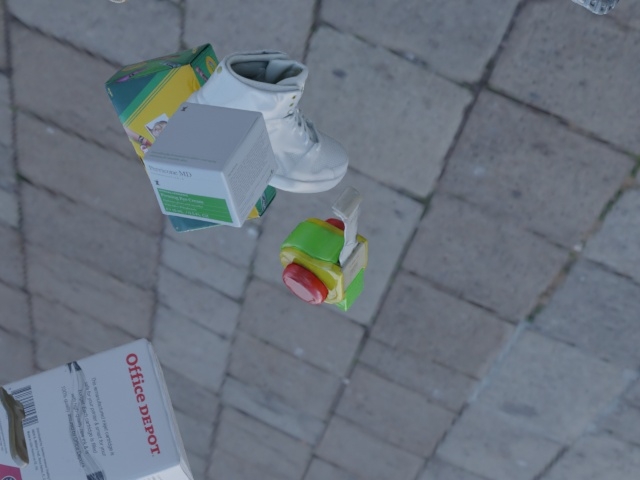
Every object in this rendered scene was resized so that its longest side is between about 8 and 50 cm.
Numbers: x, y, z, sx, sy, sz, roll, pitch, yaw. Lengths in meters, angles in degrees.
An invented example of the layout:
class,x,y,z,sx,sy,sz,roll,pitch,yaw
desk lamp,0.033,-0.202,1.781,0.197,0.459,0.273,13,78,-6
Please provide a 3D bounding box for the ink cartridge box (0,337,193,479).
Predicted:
class,x,y,z,sx,sy,sz,roll,pitch,yaw
ink cartridge box,-0.290,0.242,1.487,0.237,0.172,0.100,-19,153,-4

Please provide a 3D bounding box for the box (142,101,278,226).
class,x,y,z,sx,sy,sz,roll,pitch,yaw
box,-0.117,-0.083,1.330,0.101,0.102,0.087,10,139,23

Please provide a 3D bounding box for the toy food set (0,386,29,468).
class,x,y,z,sx,sy,sz,roll,pitch,yaw
toy food set,-0.306,0.104,0.959,0.192,0.038,0.132,50,180,-26

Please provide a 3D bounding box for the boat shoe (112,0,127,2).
class,x,y,z,sx,sy,sz,roll,pitch,yaw
boat shoe,-0.290,-0.359,1.515,0.063,0.059,0.170,-42,108,17

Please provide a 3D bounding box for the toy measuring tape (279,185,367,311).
class,x,y,z,sx,sy,sz,roll,pitch,yaw
toy measuring tape,0.000,0.000,1.616,0.121,0.121,0.330,20,157,11

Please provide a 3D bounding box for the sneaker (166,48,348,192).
class,x,y,z,sx,sy,sz,roll,pitch,yaw
sneaker,-0.043,-0.165,1.692,0.292,0.108,0.169,11,136,-39

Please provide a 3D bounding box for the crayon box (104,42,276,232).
class,x,y,z,sx,sy,sz,roll,pitch,yaw
crayon box,-0.202,-0.157,1.952,0.165,0.081,0.278,-10,118,28

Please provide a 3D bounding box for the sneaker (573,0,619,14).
class,x,y,z,sx,sy,sz,roll,pitch,yaw
sneaker,0.264,-0.301,1.248,0.129,0.297,0.111,23,112,22
